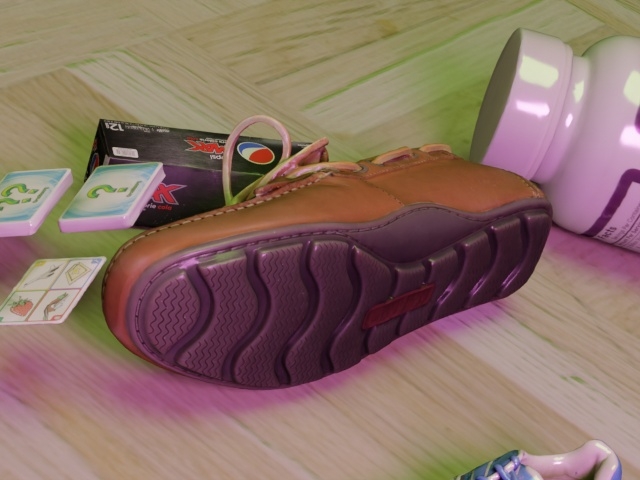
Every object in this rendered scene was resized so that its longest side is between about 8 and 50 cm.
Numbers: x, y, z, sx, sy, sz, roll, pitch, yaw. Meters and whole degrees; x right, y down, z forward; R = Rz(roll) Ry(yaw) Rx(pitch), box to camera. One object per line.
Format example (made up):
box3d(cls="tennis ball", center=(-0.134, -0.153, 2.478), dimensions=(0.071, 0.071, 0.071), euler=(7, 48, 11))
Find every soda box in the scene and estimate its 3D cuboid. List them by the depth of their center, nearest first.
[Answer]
box3d(cls="soda box", center=(-0.083, -0.043, 1.175), dimensions=(0.169, 0.060, 0.053), euler=(6, 34, -21))

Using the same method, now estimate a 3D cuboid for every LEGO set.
box3d(cls="LEGO set", center=(-0.219, 0.002, 0.978), dimensions=(0.183, 0.060, 0.244), euler=(-3, 29, 17))

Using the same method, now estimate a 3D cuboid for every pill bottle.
box3d(cls="pill bottle", center=(0.283, -0.070, 1.316), dimensions=(0.302, 0.169, 0.169), euler=(18, 32, -5))

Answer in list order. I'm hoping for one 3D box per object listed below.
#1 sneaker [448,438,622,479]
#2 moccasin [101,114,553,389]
box3d(cls="sneaker", center=(0.090, 0.162, 0.948), dimensions=(0.211, 0.081, 0.080), euler=(-10, 45, -36))
box3d(cls="moccasin", center=(0.001, -0.003, 1.093), dimensions=(0.147, 0.139, 0.380), euler=(35, 37, 32))
